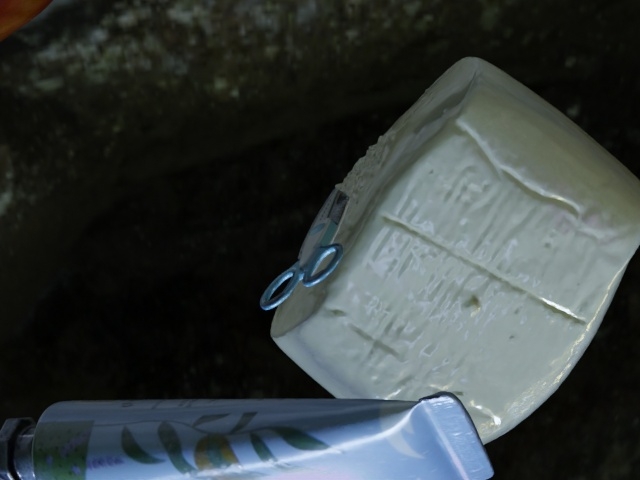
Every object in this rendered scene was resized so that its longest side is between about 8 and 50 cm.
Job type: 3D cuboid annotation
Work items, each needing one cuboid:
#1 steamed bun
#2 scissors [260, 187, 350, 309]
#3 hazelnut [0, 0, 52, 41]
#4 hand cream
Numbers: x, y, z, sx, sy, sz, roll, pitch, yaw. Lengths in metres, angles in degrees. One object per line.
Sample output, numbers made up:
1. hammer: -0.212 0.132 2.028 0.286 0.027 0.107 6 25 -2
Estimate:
1. steamed bun: 0.095 0.015 1.025 0.200 0.155 0.250 35 -81 -11
2. scissors: 0.000 0.000 0.857 0.014 0.058 0.119 51 -149 -15
3. hazelnut: -0.167 -0.165 0.516 0.251 0.217 0.217 -20 -121 4
4. hand cream: -0.045 0.101 0.742 0.256 0.088 0.055 -6 -130 19
